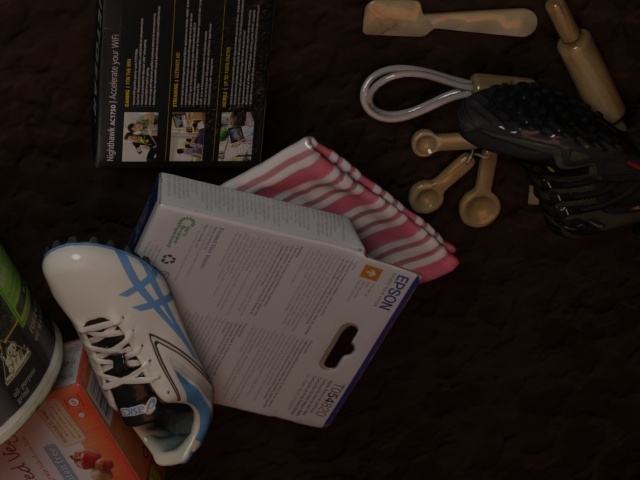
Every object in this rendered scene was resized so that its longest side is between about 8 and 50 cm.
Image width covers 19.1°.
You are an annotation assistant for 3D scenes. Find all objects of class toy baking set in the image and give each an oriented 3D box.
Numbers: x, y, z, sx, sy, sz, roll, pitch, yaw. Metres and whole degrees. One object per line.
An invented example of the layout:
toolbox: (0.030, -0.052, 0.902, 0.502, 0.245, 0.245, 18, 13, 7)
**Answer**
toy baking set: (0.142, -0.109, 1.550, 0.196, 0.030, 0.256, -25, 123, 4)

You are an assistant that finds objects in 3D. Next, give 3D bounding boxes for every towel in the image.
towel: (0.000, 0.000, 1.553, 0.144, 0.029, 0.197, -31, 131, 29)

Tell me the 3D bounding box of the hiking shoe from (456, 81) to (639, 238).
hiking shoe: (0.200, -0.050, 1.535, 0.226, 0.086, 0.114, 15, 122, -22)

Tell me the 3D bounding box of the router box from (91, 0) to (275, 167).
router box: (-0.106, -0.142, 1.468, 0.133, 0.046, 0.179, -1, 122, -12)

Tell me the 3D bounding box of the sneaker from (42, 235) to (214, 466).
sneaker: (-0.147, 0.088, 1.500, 0.085, 0.086, 0.237, -14, 133, 17)

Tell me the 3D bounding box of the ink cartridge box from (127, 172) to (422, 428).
ink cartridge box: (-0.060, 0.054, 1.560, 0.224, 0.045, 0.223, 16, 134, -15)

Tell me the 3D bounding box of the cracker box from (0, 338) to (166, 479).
cracker box: (-0.267, 0.185, 1.598, 0.232, 0.067, 0.156, -17, 124, 16)

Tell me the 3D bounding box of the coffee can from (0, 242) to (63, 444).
coffee can: (-0.344, 0.022, 1.429, 0.201, 0.201, 0.275, -25, 123, 4)
